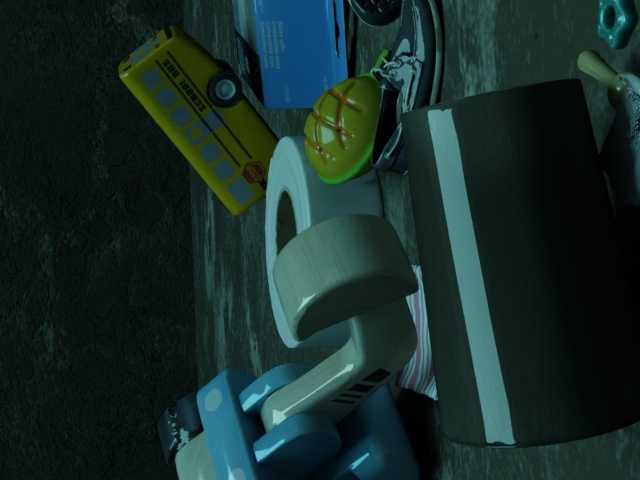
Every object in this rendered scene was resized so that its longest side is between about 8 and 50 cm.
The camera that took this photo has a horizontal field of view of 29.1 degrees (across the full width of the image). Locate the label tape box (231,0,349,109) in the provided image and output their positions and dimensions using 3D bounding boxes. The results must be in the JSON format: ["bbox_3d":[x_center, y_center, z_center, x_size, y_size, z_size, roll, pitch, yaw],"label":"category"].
[{"bbox_3d":[-0.053,-0.321,1.754,0.334,0.106,0.241,-122,25,-66],"label":"label tape box"}]

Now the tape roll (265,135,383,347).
[{"bbox_3d":[0.000,0.000,1.643,0.286,0.100,0.286,178,90,-77],"label":"tape roll"}]

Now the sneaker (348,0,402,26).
[{"bbox_3d":[0.064,-0.318,1.439,0.097,0.084,0.235,66,-171,-50],"label":"sneaker"}]

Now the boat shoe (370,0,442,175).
[{"bbox_3d":[0.088,-0.171,1.325,0.075,0.065,0.206,-134,44,-71],"label":"boat shoe"}]

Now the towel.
[{"bbox_3d":[0.109,0.098,1.353,0.197,0.029,0.144,176,93,-77],"label":"towel"}]

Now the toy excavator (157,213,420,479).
[{"bbox_3d":[0.005,0.185,1.348,0.445,0.433,0.222,-40,47,20],"label":"toy excavator"}]

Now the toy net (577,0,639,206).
[{"bbox_3d":[0.219,-0.140,0.845,0.122,0.045,0.232,131,134,-68],"label":"toy net"}]

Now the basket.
[{"bbox_3d":[0.139,0.010,0.863,0.204,0.154,0.227,-23,-77,-84],"label":"basket"}]

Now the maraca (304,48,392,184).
[{"bbox_3d":[0.048,-0.143,1.445,0.185,0.099,0.127,-44,46,37],"label":"maraca"}]

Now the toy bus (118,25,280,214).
[{"bbox_3d":[-0.137,-0.155,1.785,0.333,0.130,0.108,51,-177,-22],"label":"toy bus"}]
